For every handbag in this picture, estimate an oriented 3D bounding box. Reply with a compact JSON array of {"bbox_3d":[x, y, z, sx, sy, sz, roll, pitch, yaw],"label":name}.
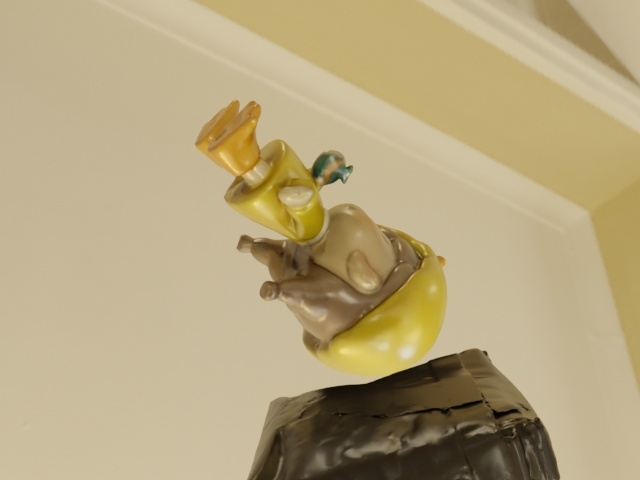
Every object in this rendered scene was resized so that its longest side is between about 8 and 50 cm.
[{"bbox_3d":[0.054,0.153,0.634,0.247,0.223,0.080,-71,-40,-84],"label":"handbag"}]

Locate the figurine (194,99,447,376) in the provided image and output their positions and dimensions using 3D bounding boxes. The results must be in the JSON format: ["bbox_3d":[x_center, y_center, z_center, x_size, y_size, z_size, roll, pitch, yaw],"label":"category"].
[{"bbox_3d":[0.000,0.000,0.876,0.343,0.187,0.215,49,-170,-20],"label":"figurine"}]
